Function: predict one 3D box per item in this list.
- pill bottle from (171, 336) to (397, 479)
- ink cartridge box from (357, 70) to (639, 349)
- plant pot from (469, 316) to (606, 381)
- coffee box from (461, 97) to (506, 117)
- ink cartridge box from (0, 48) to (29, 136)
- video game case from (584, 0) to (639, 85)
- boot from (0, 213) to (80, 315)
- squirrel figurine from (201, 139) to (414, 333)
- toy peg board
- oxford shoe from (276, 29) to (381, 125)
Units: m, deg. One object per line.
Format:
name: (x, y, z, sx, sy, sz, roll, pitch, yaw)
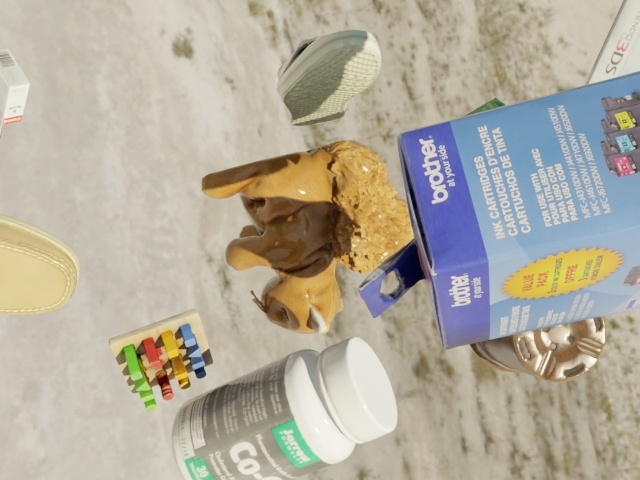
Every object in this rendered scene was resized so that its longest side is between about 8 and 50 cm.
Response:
pill bottle: (-0.063, 0.314, 1.356, 0.204, 0.361, 0.204, 51, 23, -31)
ink cartridge box: (0.230, -0.016, 0.761, 0.270, 0.395, 0.151, 61, 19, -65)
plant pot: (0.296, 0.115, 1.058, 0.165, 0.166, 0.167, -148, -138, -85)
coffee box: (0.231, -0.148, 1.227, 0.040, 0.184, 0.113, 59, 1, -37)
ink cartridge box: (-0.419, -0.191, 1.023, 0.029, 0.115, 0.063, -22, 71, -38)
video game case: (0.643, -0.300, 1.287, 0.036, 0.328, 0.300, -57, 166, -56)
boot: (-0.310, 0.041, 0.595, 0.261, 0.095, 0.203, 18, 14, -30)
squirrel figurine: (0.000, 0.000, 1.590, 0.281, 0.396, 0.371, -34, 110, -80)
toy peg board: (-0.273, 0.224, 1.380, 0.161, 0.160, 0.079, 84, -18, -48)
oxford shoe: (-0.001, -0.302, 1.357, 0.449, 0.169, 0.130, 164, -81, -83)
